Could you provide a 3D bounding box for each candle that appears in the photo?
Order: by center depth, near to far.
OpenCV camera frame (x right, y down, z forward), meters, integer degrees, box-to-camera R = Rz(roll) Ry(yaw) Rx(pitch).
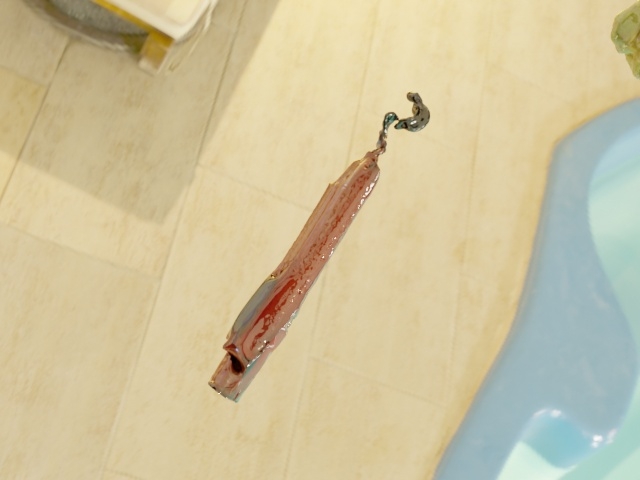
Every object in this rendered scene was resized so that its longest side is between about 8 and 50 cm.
[{"bbox_3d":[0.000,0.000,0.441,0.026,0.021,0.167,38,84,-40],"label":"candle"}]

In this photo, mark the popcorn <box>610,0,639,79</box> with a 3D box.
[{"bbox_3d":[0.240,-0.115,0.612,0.089,0.097,0.109,-36,116,-11],"label":"popcorn"}]
